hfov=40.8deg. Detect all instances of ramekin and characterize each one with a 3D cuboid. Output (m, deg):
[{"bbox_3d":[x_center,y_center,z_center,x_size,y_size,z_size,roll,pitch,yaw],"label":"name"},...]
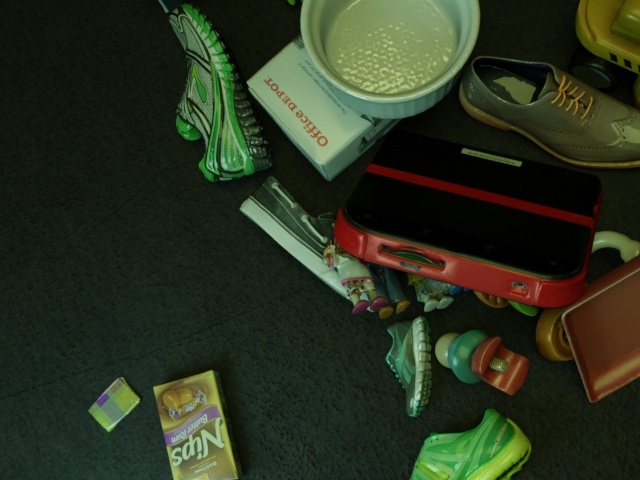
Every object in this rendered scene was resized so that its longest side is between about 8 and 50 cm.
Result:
[{"bbox_3d":[0.113,-0.331,1.385,0.277,0.135,0.277,-1,78,6],"label":"ramekin"}]

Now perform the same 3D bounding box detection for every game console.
[{"bbox_3d":[0.242,-0.047,1.374,0.386,0.060,0.342,15,37,13],"label":"game console"}]

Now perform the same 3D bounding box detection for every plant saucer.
[{"bbox_3d":[0.498,0.111,1.339,0.259,0.258,0.048,-30,43,1],"label":"plant saucer"}]

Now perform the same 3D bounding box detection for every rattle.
[{"bbox_3d":[0.458,0.051,1.445,0.199,0.142,0.130,-2,85,44],"label":"rattle"}]

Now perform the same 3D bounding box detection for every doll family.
[{"bbox_3d":[0.120,0.040,1.404,0.262,0.118,0.163,-9,61,-17],"label":"doll family"}]

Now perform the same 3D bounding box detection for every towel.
[{"bbox_3d":[-0.360,0.288,1.511,0.060,0.009,0.083,43,87,12],"label":"towel"}]

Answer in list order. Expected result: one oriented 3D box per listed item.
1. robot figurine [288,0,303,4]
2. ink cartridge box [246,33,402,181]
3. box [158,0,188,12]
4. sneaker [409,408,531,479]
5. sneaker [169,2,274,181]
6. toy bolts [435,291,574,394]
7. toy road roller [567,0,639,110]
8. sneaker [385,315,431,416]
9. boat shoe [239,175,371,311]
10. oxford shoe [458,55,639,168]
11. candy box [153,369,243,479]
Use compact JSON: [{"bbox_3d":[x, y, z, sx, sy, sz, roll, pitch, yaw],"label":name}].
[{"bbox_3d":[-0.045,-0.500,1.599,0.101,0.067,0.115,-5,77,18],"label":"robot figurine"},{"bbox_3d":[0.047,-0.280,1.515,0.289,0.121,0.211,-41,77,-2],"label":"ink cartridge box"},{"bbox_3d":[-0.204,-0.670,1.582,0.395,0.212,0.294,-30,77,1],"label":"box"},{"bbox_3d":[0.196,0.380,1.386,0.295,0.109,0.124,-34,54,1],"label":"sneaker"},{"bbox_3d":[-0.208,-0.267,1.540,0.146,0.134,0.344,-22,77,3],"label":"sneaker"},{"bbox_3d":[0.299,0.145,1.418,0.218,0.158,0.229,43,73,-27],"label":"toy bolts"},{"bbox_3d":[0.578,-0.333,1.396,0.329,0.240,0.203,27,84,12],"label":"toy road roller"},{"bbox_3d":[0.145,0.211,1.444,0.076,0.065,0.167,-4,74,23],"label":"sneaker"},{"bbox_3d":[0.000,0.000,1.479,0.301,0.108,0.102,40,87,20],"label":"boat shoe"},{"bbox_3d":[0.408,-0.217,1.450,0.363,0.133,0.130,18,81,10],"label":"oxford shoe"},{"bbox_3d":[-0.207,0.325,1.462,0.109,0.053,0.187,-17,78,3],"label":"candy box"}]
